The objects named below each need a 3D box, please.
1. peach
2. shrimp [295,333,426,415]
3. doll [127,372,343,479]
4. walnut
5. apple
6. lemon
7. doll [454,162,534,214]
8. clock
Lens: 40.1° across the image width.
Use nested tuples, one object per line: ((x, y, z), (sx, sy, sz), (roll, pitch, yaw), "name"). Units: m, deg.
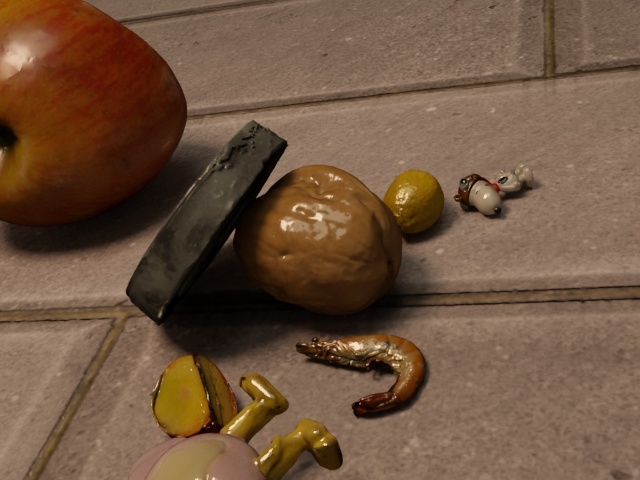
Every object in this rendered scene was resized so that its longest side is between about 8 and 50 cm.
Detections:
((-0.105, 0.143, 0.771), (0.083, 0.050, 0.077), (5, 62, 42), "peach")
((0.029, 0.114, 0.781), (0.127, 0.025, 0.091), (6, 41, 25), "shrimp")
((-0.152, 0.238, 0.621), (0.365, 0.094, 0.160), (-31, 34, -22), "doll")
((0.000, 0.000, 0.853), (0.166, 0.149, 0.166), (10, 21, -4), "walnut")
((-0.335, -0.147, 1.079), (0.301, 0.302, 0.302), (-11, 34, 7), "apple")
((0.100, -0.044, 0.943), (0.065, 0.065, 0.092), (4, 41, 27), "lemon")
((0.188, -0.060, 0.952), (0.058, 0.040, 0.085), (31, 59, 31), "doll")
((-0.114, -0.020, 0.879), (0.049, 0.226, 0.226), (36, 47, -1), "clock")
